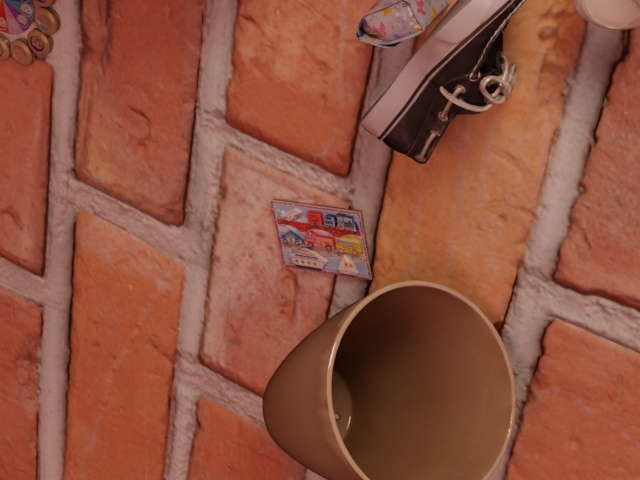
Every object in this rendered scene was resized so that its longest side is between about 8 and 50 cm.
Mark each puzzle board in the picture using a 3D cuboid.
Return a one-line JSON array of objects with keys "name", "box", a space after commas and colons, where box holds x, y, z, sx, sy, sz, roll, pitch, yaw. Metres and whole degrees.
[{"name": "puzzle board", "box": [0.000, 0.000, 1.974, 0.128, 0.011, 0.096, 9, 124, 31]}]

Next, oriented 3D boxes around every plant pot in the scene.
[{"name": "plant pot", "box": [0.049, 0.194, 1.935, 0.256, 0.256, 0.274, 56, 149, -10]}]

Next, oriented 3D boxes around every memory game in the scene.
[{"name": "memory game", "box": [-0.407, -0.306, 2.050, 0.186, 0.012, 0.186, 18, 129, 24]}]

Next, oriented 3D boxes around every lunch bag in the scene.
[{"name": "lunch bag", "box": [0.084, -0.240, 1.709, 0.083, 0.071, 0.053, -14, 115, 38]}]

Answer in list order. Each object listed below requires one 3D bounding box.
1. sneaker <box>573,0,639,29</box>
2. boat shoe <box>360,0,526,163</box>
[{"name": "sneaker", "box": [0.341, -0.260, 1.458, 0.305, 0.152, 0.114, -21, 108, 44]}, {"name": "boat shoe", "box": [0.150, -0.177, 1.679, 0.105, 0.113, 0.306, 39, 137, -2]}]
